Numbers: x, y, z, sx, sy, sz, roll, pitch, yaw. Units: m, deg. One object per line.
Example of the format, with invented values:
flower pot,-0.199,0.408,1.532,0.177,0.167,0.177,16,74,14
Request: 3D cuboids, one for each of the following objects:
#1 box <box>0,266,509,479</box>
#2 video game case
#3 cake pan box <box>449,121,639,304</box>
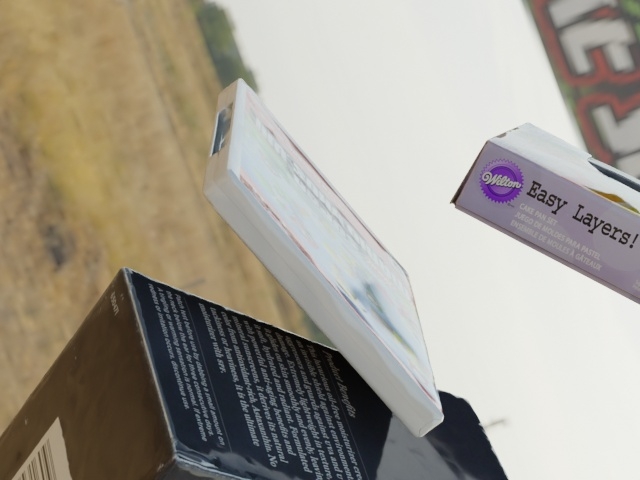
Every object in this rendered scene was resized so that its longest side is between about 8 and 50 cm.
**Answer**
box,-0.068,0.216,1.072,0.294,0.296,0.182,24,26,-32
video game case,0.000,0.000,1.113,0.204,0.025,0.285,49,10,-14
cake pan box,0.249,-0.011,1.380,0.246,0.070,0.267,30,13,10
